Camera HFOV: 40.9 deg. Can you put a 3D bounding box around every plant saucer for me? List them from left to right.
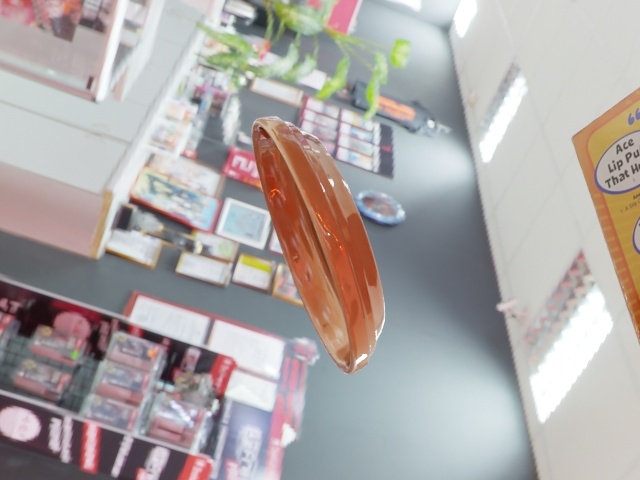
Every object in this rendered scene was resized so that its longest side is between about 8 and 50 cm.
[{"bbox_3d":[0.000,0.000,0.638,0.200,0.037,0.200,159,-90,-80],"label":"plant saucer"}]

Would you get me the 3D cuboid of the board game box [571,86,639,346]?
[{"bbox_3d":[0.483,0.012,0.655,0.356,0.356,0.356,-40,-135,41],"label":"board game box"}]
